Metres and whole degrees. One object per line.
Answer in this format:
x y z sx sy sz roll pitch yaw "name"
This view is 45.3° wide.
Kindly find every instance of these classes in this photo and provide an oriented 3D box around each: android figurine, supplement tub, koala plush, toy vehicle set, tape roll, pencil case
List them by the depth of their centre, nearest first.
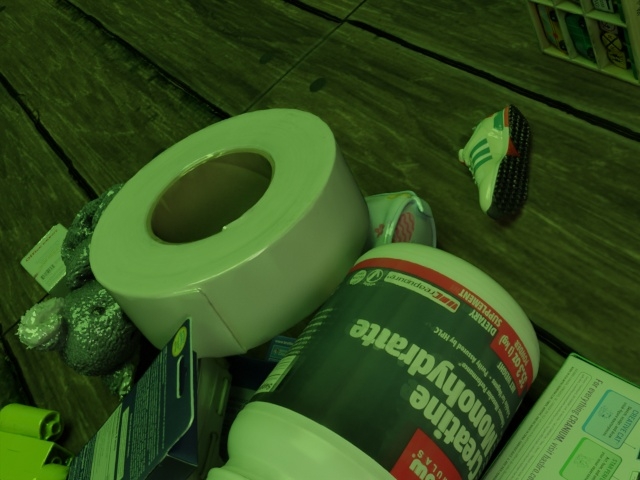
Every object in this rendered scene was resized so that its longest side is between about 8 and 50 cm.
0.045 0.153 0.643 0.191 0.191 0.272 12 52 40 "supplement tub"
-0.096 -0.015 0.809 0.286 0.100 0.286 -17 38 14 "tape roll"
0.287 -0.301 0.863 0.035 0.267 0.166 -43 42 -7 "toy vehicle set"
0.000 0.000 0.907 0.273 0.113 0.124 5 65 36 "pencil case"
-0.414 0.322 0.952 0.273 0.056 0.248 2 56 33 "android figurine"
-0.268 0.079 0.980 0.203 0.196 0.221 -18 45 37 "koala plush"

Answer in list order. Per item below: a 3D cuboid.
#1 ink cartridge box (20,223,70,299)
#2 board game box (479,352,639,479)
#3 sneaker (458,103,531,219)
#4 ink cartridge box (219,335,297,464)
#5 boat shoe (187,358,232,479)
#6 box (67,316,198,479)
-0.398 0.037 1.187 0.088 0.052 0.122 -49 45 -12 "ink cartridge box"
0.257 0.253 0.553 0.242 0.064 0.317 -50 44 -12 "board game box"
0.198 -0.085 0.901 0.075 0.057 0.161 -19 45 43 "sneaker"
-0.051 0.231 0.784 0.186 0.065 0.311 5 55 36 "ink cartridge box"
-0.134 0.225 0.738 0.096 0.088 0.267 -44 30 32 "boat shoe"
-0.162 0.187 0.680 0.225 0.037 0.136 -50 28 23 "box"
